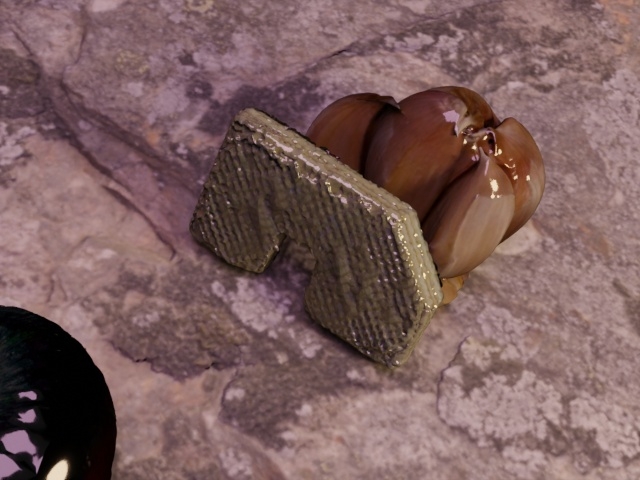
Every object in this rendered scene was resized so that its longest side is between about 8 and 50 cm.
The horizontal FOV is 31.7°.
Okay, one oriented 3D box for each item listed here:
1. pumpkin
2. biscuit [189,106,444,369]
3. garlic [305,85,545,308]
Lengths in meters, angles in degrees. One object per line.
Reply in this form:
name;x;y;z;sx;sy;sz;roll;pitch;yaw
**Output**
pumpkin;-0.273;0.160;0.870;0.233;0.163;0.233;4;57;-5
biscuit;0.000;0.000;1.028;0.250;0.147;0.046;34;31;9
garlic;0.104;-0.068;1.081;0.214;0.191;0.160;39;35;26
